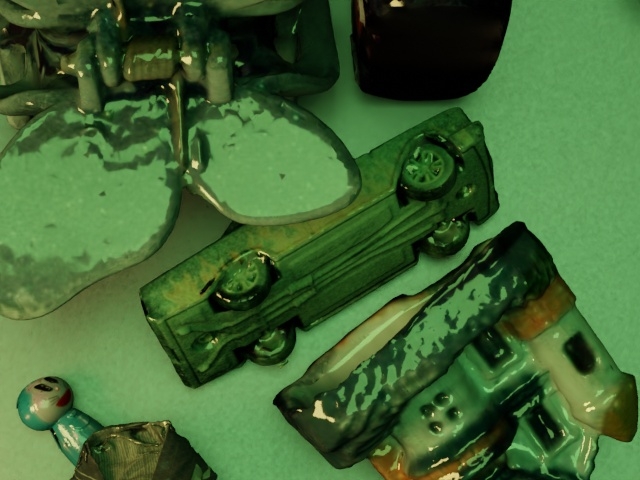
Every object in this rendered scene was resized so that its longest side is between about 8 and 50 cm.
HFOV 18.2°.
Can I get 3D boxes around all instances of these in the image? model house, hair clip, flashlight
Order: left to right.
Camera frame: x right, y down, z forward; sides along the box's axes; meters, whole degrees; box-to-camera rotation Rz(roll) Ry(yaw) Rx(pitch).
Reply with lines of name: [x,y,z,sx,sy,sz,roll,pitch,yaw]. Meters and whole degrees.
flashlight: [-0.205,0.169,1.700,0.051,0.051,0.129,-45,93,-6]
hair clip: [-0.133,-0.165,1.625,0.318,0.238,0.392,-5,105,-2]
model house: [0.147,0.161,1.646,0.253,0.184,0.291,-39,98,-5]

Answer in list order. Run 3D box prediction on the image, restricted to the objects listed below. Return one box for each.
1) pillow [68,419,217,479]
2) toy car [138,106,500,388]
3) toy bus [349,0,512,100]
pillow: [-0.134,0.316,1.647,0.161,0.092,0.335,-16,90,-6]
toy car: [0.000,0.000,1.680,0.320,0.141,0.097,-31,58,-6]
toy bus: [0.086,-0.212,1.629,0.127,0.303,0.147,-6,78,0]
